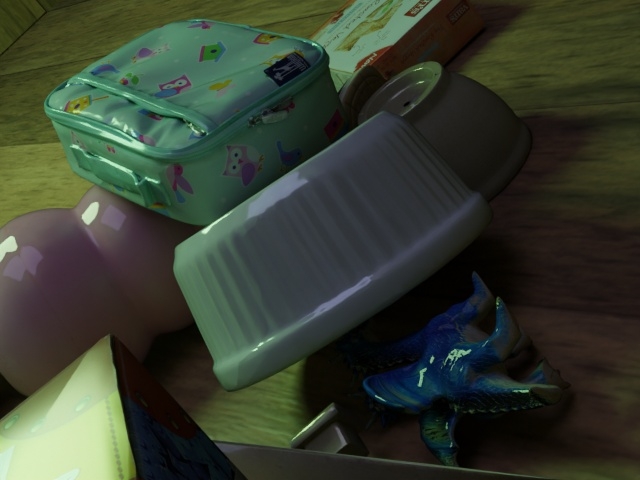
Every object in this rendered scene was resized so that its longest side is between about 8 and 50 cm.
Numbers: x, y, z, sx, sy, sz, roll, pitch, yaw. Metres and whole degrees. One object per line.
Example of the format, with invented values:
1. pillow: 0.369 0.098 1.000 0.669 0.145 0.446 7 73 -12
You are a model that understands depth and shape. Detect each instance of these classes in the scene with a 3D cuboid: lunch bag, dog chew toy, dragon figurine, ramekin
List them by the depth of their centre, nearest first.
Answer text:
1. dragon figurine: 0.091 0.109 0.987 0.144 0.085 0.289 -40 19 3
2. ramekin: 0.000 0.000 1.156 0.273 0.127 0.273 -33 3 2
3. lunch bag: -0.126 -0.122 1.348 0.224 0.108 0.279 -34 34 -30
4. dog chew toy: -0.196 0.024 1.431 0.332 0.206 0.206 -33 23 -6

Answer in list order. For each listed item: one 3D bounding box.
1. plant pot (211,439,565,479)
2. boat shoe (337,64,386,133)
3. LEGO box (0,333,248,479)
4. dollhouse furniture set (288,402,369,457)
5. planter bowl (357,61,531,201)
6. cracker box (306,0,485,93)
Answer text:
1. plant pot: -0.010 0.214 0.782 0.284 0.284 0.191 -5 75 52
2. boat shoe: 0.012 -0.074 1.410 0.092 0.103 0.285 -18 37 30
3. LEGO box: -0.158 0.350 0.570 0.500 0.372 0.193 -38 24 2
4. dollhouse furniture set: -0.199 0.156 0.991 0.355 0.303 0.174 -40 54 9
5. planter bowl: 0.103 -0.100 1.311 0.162 0.109 0.162 -31 24 16
6. cracker box: 0.073 -0.237 1.646 0.156 0.067 0.232 -44 25 -9
